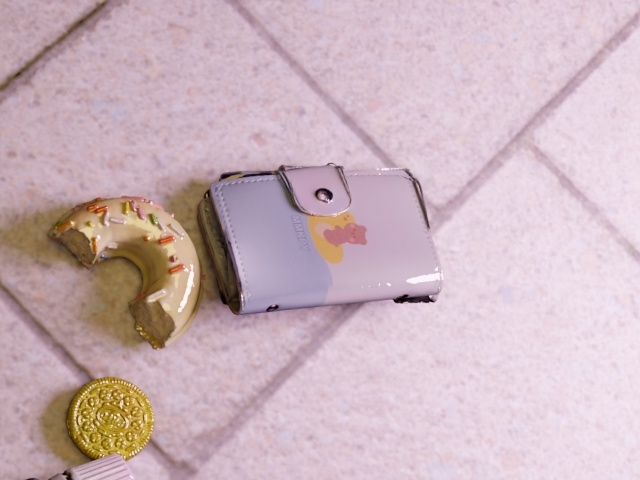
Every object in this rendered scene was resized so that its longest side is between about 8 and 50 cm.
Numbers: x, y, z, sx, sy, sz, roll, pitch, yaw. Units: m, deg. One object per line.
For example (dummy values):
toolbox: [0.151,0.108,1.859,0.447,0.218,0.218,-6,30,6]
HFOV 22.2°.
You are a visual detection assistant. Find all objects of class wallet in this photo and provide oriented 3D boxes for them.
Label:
wallet: [0.000,0.000,1.648,0.231,0.069,0.170,-4,59,-21]

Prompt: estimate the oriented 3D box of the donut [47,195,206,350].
donut: [-0.173,0.014,1.592,0.166,0.065,0.108,46,67,-1]

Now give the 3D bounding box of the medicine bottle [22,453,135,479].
medicine bottle: [-0.265,0.261,1.488,0.203,0.083,0.083,-18,81,-21]

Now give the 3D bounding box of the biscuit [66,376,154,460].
biscuit: [-0.201,0.172,1.563,0.084,0.023,0.084,4,76,-17]
